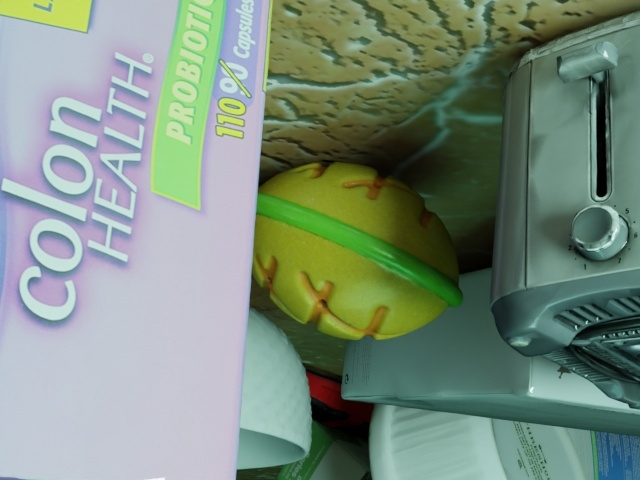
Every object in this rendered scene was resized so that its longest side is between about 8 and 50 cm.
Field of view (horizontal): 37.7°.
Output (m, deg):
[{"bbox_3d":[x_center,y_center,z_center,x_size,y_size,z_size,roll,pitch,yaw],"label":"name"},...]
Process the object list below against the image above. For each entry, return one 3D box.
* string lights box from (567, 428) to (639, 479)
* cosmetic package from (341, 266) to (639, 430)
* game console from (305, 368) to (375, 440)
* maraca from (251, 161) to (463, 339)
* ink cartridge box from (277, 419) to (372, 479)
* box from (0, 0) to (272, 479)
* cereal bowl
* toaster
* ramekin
[{"bbox_3d":[0.380,0.317,1.295,0.260,0.133,0.077,20,152,-38],"label":"string lights box"},{"bbox_3d":[0.245,0.103,0.744,0.378,0.097,0.284,11,169,-21],"label":"cosmetic package"},{"bbox_3d":[-0.095,0.233,1.258,0.387,0.060,0.342,-13,149,35],"label":"game console"},{"bbox_3d":[0.000,0.000,0.558,0.186,0.099,0.127,21,169,34],"label":"maraca"},{"bbox_3d":[0.078,0.320,1.105,0.160,0.092,0.219,30,-178,-41],"label":"ink cartridge box"},{"bbox_3d":[-0.117,0.018,0.443,0.117,0.213,0.243,9,158,-17],"label":"box"},{"bbox_3d":[-0.172,0.101,0.774,0.339,0.141,0.339,2,160,1],"label":"cereal bowl"},{"bbox_3d":[0.169,-0.007,0.436,0.129,0.146,0.227,-13,154,37],"label":"toaster"},{"bbox_3d":[0.178,0.251,0.979,0.127,0.272,0.273,-30,145,29],"label":"ramekin"}]
